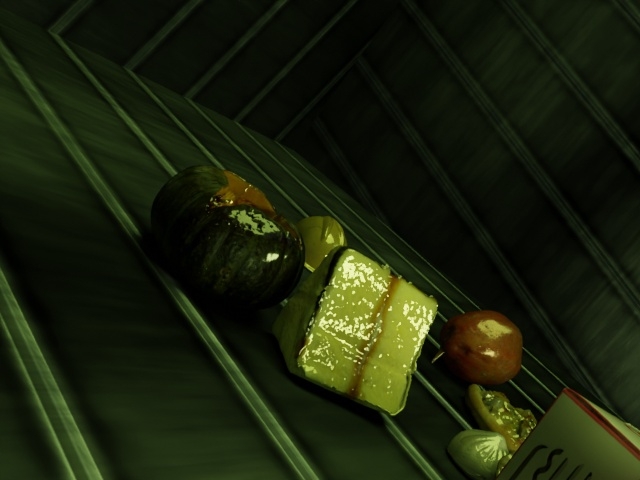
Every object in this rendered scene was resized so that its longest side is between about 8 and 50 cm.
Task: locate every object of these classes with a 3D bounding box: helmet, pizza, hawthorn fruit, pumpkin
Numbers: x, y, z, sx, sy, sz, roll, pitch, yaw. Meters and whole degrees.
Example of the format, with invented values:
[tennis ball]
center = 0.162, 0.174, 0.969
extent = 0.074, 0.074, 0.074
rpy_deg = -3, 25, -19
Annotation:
[helmet]
center = 0.000, 0.000, 2.253
extent = 0.205, 0.140, 0.257
rpy_deg = 32, 13, -24
[pizza]
center = 0.462, 0.447, 1.900
extent = 0.223, 0.089, 0.323
rpy_deg = 30, 12, -19
[hawthorn fruit]
center = 0.412, 0.292, 2.168
extent = 0.262, 0.210, 0.210
rpy_deg = 0, 29, -31
[pumpkin]
center = -0.173, -0.006, 1.519
extent = 0.320, 0.192, 0.320
rpy_deg = 37, 10, -8

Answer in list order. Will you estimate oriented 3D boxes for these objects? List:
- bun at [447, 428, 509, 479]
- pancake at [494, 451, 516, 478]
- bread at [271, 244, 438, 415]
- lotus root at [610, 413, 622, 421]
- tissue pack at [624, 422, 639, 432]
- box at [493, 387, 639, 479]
[bun]
center = 0.323, 0.412, 1.560
extent = 0.138, 0.094, 0.138
rpy_deg = 36, 6, -5
[pancake]
center = 0.395, 0.493, 1.467
extent = 0.242, 0.050, 0.242
rpy_deg = 38, 24, -20
[bread]
center = 0.082, 0.164, 1.464
extent = 0.263, 0.236, 0.198
rpy_deg = 30, 11, -30
[lotus root]
center = 0.685, 0.518, 2.037
extent = 0.310, 0.182, 0.183
rpy_deg = 24, 15, -48
[tissue pack]
center = 0.608, 0.502, 1.723
extent = 0.124, 0.225, 0.185
rpy_deg = 45, 13, 35
[box]
center = 0.428, 0.446, 1.130
extent = 0.312, 0.314, 0.300
rpy_deg = 31, 8, -27
